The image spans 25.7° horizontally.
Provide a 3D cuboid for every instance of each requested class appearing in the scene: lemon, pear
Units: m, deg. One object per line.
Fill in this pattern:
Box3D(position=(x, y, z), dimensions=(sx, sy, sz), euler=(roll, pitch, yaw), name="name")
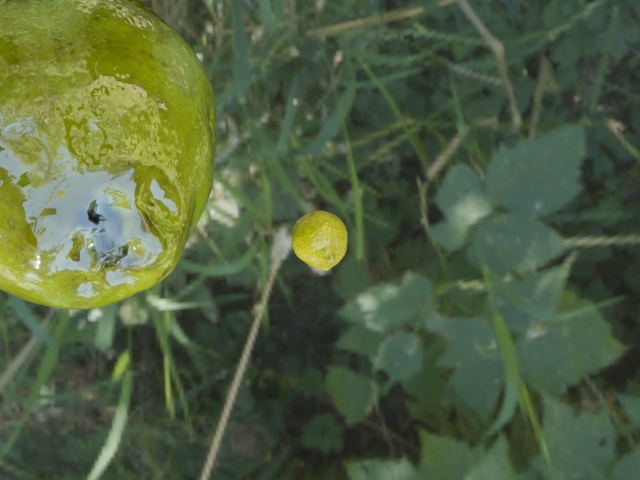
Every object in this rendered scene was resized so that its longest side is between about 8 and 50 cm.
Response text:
Box3D(position=(0.000, 0.000, 1.575), dimensions=(0.065, 0.092, 0.065), euler=(-5, 121, -9), name="lemon")
Box3D(position=(-0.288, -0.108, 1.517), dimensions=(0.352, 0.413, 0.352), euler=(-16, 145, -12), name="pear")
